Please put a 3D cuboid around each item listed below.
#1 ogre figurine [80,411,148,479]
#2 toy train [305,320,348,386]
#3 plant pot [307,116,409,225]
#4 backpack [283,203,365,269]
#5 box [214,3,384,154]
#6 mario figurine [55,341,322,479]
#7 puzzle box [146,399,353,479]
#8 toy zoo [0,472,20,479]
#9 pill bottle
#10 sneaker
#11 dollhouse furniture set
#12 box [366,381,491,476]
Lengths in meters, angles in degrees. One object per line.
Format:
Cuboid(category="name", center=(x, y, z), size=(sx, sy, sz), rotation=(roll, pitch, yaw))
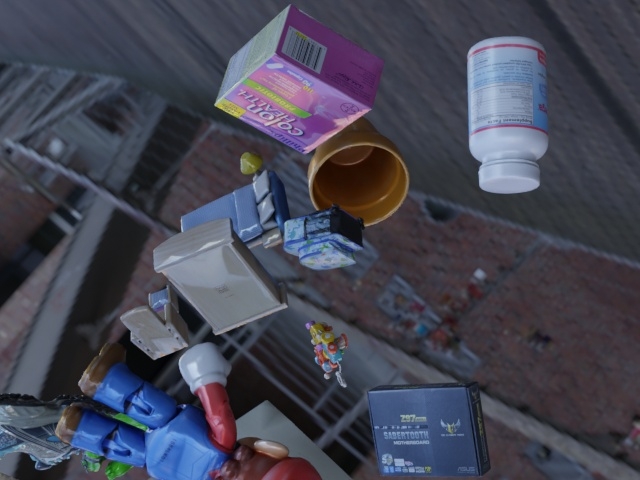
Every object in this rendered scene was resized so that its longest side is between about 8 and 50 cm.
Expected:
Cuboid(category="ogre figurine", center=(-0.291, 0.317, 1.789), size=(0.197, 0.097, 0.118), rotation=(8, 128, 28))
Cuboid(category="toy train", center=(0.023, 0.207, 2.109), size=(0.125, 0.046, 0.166), rotation=(69, 167, -13))
Cuboid(category="plant pot", center=(0.068, -0.163, 2.367), size=(0.205, 0.205, 0.188), rotation=(47, -162, -32))
Cuboid(category="backpack", center=(0.000, 0.000, 1.795), size=(0.114, 0.084, 0.105), rotation=(-9, 161, 30))
Cuboid(category="box", center=(-0.042, -0.294, 2.127), size=(0.214, 0.117, 0.243), rotation=(27, 151, -23))
Cuboid(category="mario figurine", center=(-0.139, 0.249, 1.334), size=(0.321, 0.170, 0.198), rotation=(30, 135, -1))
Cuboid(category="puzzle box", center=(-0.040, 0.433, 1.631), size=(0.409, 0.272, 0.052), rotation=(40, 139, 26))
Cuboid(category="toy zoo", center=(-0.536, 0.532, 1.847), size=(0.030, 0.293, 0.192), rotation=(1, 159, 11))
Cuboid(category="pill bottle", center=(0.207, -0.137, 1.253), size=(0.087, 0.160, 0.087), rotation=(1, 167, 0))
Cuboid(category="sneaker", center=(-0.461, 0.340, 2.007), size=(0.283, 0.122, 0.110), rotation=(8, -175, -26))
Cuboid(category="dollhouse furniture set", center=(-0.214, -0.014, 1.909), size=(0.198, 0.286, 0.303), rotation=(55, -161, -44))
Cuboid(category="box", center=(0.217, 0.382, 2.292), size=(0.233, 0.183, 0.059), rotation=(-6, -176, 31))
